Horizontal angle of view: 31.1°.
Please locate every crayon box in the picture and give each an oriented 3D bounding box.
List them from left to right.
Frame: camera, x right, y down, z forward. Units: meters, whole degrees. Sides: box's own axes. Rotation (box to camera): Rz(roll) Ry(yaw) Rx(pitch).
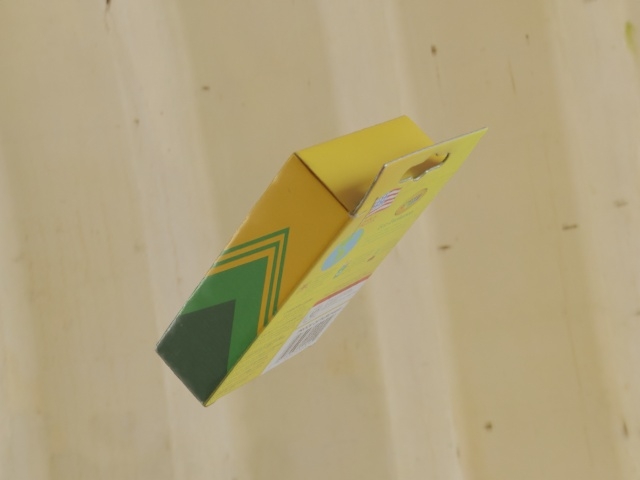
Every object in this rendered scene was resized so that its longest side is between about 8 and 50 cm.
[{"bbox_3d":[0.000,0.000,1.067,0.202,0.081,0.318,-24,-23,-55],"label":"crayon box"}]
